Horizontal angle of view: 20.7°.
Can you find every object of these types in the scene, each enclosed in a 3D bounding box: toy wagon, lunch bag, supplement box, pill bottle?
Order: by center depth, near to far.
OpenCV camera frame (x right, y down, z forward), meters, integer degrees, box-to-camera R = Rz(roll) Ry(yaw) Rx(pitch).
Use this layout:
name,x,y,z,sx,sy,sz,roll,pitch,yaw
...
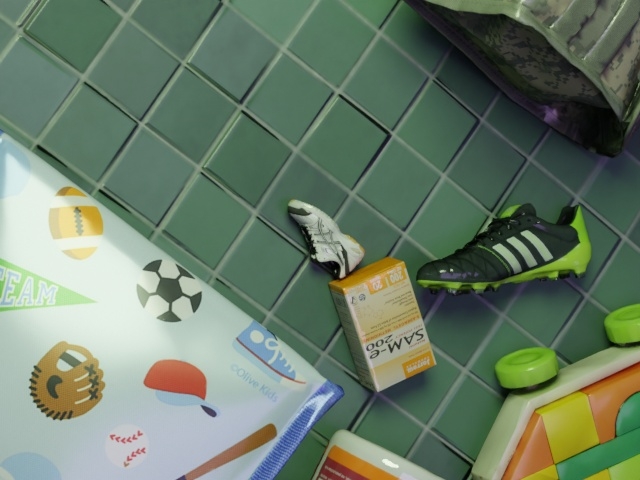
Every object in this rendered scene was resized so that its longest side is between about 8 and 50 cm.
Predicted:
name,x,y,z,sx,sy,sz,roll,pitch,yaw
lunch bag,-0.233,0.173,1.246,0.328,0.239,0.385,36,74,1
lunch bag,0.234,-0.225,1.468,0.287,0.169,0.235,34,80,-45
pill bottle,0.018,0.280,1.468,0.121,0.121,0.221,28,85,-24
supplement box,0.053,0.072,1.503,0.062,0.036,0.098,-24,106,-18
toy wagon,0.303,0.196,1.609,0.344,0.068,0.267,-21,105,-20

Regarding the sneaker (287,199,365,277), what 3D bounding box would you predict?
name,x,y,z,sx,sy,sz,roll,pitch,yaw
sneaker,0.000,0.000,1.474,0.083,0.032,0.037,41,80,-22

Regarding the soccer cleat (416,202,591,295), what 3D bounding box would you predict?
name,x,y,z,sx,sy,sz,roll,pitch,yaw
soccer cleat,0.158,0.007,1.534,0.179,0.060,0.072,-9,90,-29
